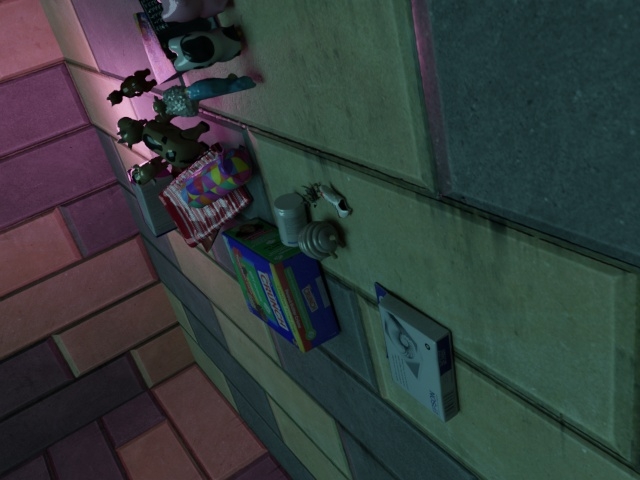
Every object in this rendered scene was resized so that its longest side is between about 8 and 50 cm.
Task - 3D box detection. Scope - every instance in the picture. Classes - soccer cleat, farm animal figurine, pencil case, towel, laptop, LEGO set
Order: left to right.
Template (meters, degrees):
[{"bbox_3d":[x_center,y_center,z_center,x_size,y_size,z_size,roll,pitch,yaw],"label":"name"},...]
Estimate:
[{"bbox_3d":[-0.375,-0.517,1.335,0.234,0.137,0.264,3,125,46],"label":"laptop"},{"bbox_3d":[-0.441,-0.265,1.628,0.327,0.172,0.330,18,134,27],"label":"farm animal figurine"},{"bbox_3d":[-0.331,-0.122,1.733,0.275,0.031,0.198,-35,84,31],"label":"towel"},{"bbox_3d":[-0.271,-0.161,1.587,0.236,0.104,0.104,-26,93,46],"label":"pencil case"},{"bbox_3d":[-0.015,-0.097,1.310,0.083,0.023,0.054,-4,115,51],"label":"LEGO set"},{"bbox_3d":[0.030,-0.081,1.220,0.083,0.029,0.035,54,148,9],"label":"soccer cleat"}]

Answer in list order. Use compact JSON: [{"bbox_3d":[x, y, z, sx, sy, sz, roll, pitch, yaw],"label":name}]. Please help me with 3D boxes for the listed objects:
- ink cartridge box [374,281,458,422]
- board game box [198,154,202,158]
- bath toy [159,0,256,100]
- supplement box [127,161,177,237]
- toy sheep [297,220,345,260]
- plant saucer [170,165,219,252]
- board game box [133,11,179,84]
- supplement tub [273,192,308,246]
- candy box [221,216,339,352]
[{"bbox_3d":[0.176,0.221,1.232,0.224,0.045,0.223,33,144,49],"label":"ink cartridge box"},{"bbox_3d":[-0.363,-0.187,1.894,0.170,0.048,0.141,50,154,25],"label":"board game box"},{"bbox_3d":[-0.236,-0.461,1.222,0.129,0.151,0.348,-6,114,24],"label":"bath toy"},{"bbox_3d":[-0.521,-0.135,1.963,0.111,0.114,0.220,47,155,34],"label":"supplement box"},{"bbox_3d":[0.000,0.000,1.306,0.132,0.091,0.091,-15,103,53],"label":"toy sheep"},{"bbox_3d":[-0.380,-0.110,1.895,0.259,0.048,0.258,59,158,5],"label":"plant saucer"},{"bbox_3d":[-0.397,-0.499,1.595,0.194,0.060,0.194,27,139,52],"label":"board game box"},{"bbox_3d":[-0.065,-0.045,1.401,0.071,0.071,0.107,39,148,43],"label":"supplement tub"},{"bbox_3d":[-0.109,0.108,1.604,0.317,0.122,0.268,24,136,54],"label":"candy box"}]
